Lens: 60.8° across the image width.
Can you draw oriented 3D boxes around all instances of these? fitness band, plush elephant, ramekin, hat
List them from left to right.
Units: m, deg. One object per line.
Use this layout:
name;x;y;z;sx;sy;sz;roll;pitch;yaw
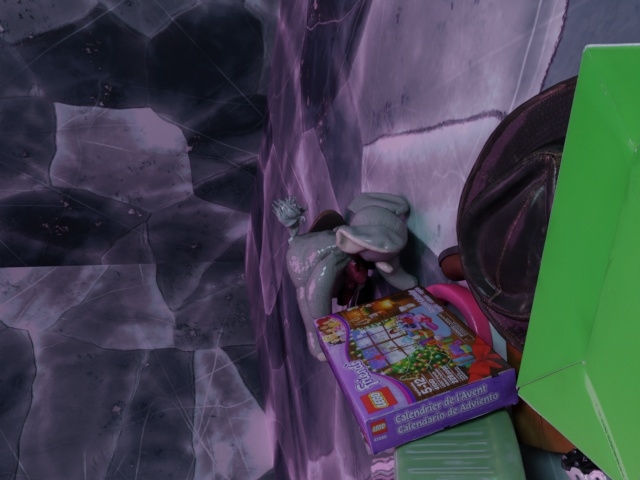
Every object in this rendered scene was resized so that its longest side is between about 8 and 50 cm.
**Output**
plush elephant;0.078;0.032;1.096;0.330;0.255;0.272;67;-150;-21
fitness band;0.214;0.219;0.941;0.209;0.054;0.291;-140;52;-69
ramekin;0.174;0.367;0.726;0.303;0.148;0.304;-2;-90;-83
hat;0.230;-0.017;0.561;0.331;0.133;0.331;2;93;55

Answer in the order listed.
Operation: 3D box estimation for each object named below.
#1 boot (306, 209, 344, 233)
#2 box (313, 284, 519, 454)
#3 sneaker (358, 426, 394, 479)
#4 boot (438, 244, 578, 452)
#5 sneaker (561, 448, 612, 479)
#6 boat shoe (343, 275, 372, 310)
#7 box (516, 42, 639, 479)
boot;0.000;0.000;1.589;0.305;0.112;0.115;105;168;-49
box;0.119;0.168;0.797;0.293;0.200;0.057;-130;24;-69
sneaker;0.147;0.386;1.069;0.105;0.115;0.281;-6;85;40
boot;0.268;0.133;0.751;0.264;0.096;0.281;159;102;-65
sneaker;0.334;0.257;0.500;0.234;0.078;0.106;-30;74;66
boat shoe;0.099;0.195;1.331;0.079;0.084;0.233;18;104;35
box;0.283;0.010;0.370;0.127;0.231;0.262;-131;43;-66
